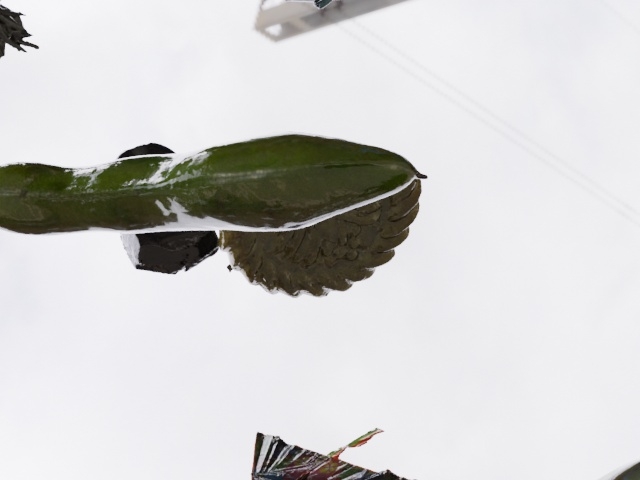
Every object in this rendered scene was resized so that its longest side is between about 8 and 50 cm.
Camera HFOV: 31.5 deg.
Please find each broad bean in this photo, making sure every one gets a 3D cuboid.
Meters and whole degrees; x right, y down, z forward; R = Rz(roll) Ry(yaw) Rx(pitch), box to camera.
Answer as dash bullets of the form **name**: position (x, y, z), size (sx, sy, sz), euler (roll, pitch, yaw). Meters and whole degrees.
- **broad bean**: position (-0.098, -0.030, 0.679), size (0.075, 0.325, 0.067), euler (67, -156, -55)

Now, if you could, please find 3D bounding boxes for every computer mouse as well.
- **computer mouse**: position (-0.219, -0.039, 1.535), size (0.122, 0.073, 0.217), euler (-14, -129, -17)

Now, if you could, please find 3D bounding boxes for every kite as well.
- **kite**: position (-0.003, 0.195, 0.978), size (0.159, 0.190, 0.010), euler (-25, -65, -44)

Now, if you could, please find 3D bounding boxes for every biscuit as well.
- **biscuit**: position (0.000, 0.000, 1.450), size (0.274, 0.036, 0.187), euler (-10, -53, -16)

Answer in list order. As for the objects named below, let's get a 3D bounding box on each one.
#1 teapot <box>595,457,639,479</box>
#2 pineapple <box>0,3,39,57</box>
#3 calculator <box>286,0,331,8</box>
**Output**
- **teapot**: position (0.232, 0.203, 0.717), size (0.220, 0.318, 0.149), euler (-16, -86, 4)
- **pineapple**: position (-0.208, -0.152, 0.667), size (0.124, 0.058, 0.058), euler (78, -150, -67)
- **calculator**: position (0.012, -0.343, 1.510), size (0.094, 0.141, 0.019), euler (-52, -52, -20)
